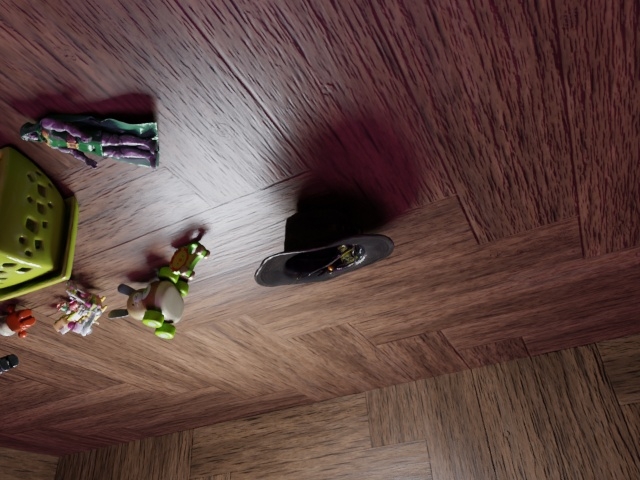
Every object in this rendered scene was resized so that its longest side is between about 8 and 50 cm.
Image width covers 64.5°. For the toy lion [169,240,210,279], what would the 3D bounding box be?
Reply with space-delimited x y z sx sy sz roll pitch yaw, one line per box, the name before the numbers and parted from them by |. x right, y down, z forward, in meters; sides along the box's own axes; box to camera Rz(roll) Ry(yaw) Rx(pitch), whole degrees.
toy lion | -0.329 0.043 1.248 0.100 0.096 0.034 -53 137 -3

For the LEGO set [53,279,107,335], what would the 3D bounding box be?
LEGO set | -0.680 0.179 1.388 0.107 0.132 0.287 43 150 -28

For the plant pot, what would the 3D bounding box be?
plant pot | -0.623 -0.012 1.006 0.227 0.228 0.207 -17 150 17

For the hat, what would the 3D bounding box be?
hat | 0.000 0.000 1.169 0.331 0.134 0.331 -13 163 -4

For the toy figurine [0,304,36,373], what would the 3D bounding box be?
toy figurine | -0.925 0.262 1.385 0.148 0.209 0.213 -19 144 30

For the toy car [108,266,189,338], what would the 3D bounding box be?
toy car | -0.474 0.163 1.358 0.188 0.155 0.149 3 148 12

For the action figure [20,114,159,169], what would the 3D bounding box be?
action figure | -0.417 -0.180 0.920 0.232 0.063 0.137 8 148 -11
